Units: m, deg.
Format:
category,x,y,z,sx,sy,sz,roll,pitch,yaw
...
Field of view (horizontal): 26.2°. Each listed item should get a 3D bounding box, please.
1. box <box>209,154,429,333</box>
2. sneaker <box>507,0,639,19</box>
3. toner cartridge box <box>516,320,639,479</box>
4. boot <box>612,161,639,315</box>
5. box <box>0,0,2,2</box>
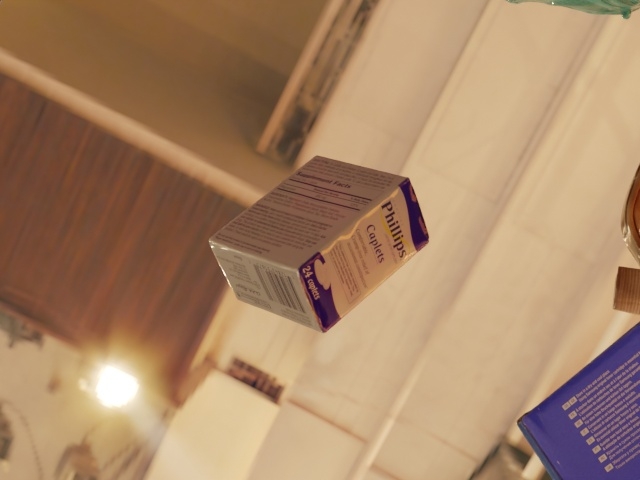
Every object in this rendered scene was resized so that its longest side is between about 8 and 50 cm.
category,x,y,z,sx,sy,sz,roll,pitch,yaw
box,0.000,0.000,1.171,0.126,0.137,0.072,18,140,48
sneaker,0.267,-0.234,1.122,0.275,0.107,0.110,4,162,12
toner cartridge box,0.281,0.064,0.728,0.075,0.348,0.165,-1,-127,-51
boot,0.419,0.002,1.565,0.152,0.197,0.073,7,170,8
box,-0.290,-0.262,1.148,0.108,0.153,0.207,42,-140,-19
